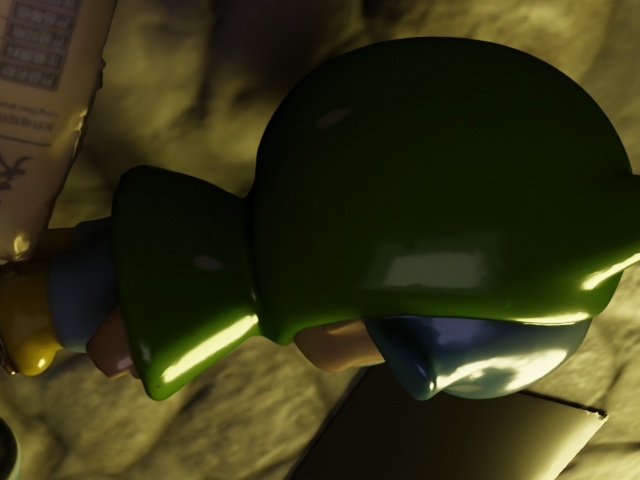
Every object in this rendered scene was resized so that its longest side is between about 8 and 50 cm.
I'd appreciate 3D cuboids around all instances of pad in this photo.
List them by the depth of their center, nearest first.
[{"bbox_3d":[0.082,0.138,0.615,0.190,0.004,0.127,18,119,-28],"label":"pad"}]

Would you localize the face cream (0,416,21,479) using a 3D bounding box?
[{"bbox_3d":[-0.211,0.191,0.518,0.075,0.075,0.229,5,124,-21],"label":"face cream"}]

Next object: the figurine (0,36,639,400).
[{"bbox_3d":[0.000,0.000,0.386,0.263,0.162,0.143,-10,108,5],"label":"figurine"}]

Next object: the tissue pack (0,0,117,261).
[{"bbox_3d":[-0.171,-0.097,0.297,0.222,0.090,0.186,9,121,-25],"label":"tissue pack"}]
